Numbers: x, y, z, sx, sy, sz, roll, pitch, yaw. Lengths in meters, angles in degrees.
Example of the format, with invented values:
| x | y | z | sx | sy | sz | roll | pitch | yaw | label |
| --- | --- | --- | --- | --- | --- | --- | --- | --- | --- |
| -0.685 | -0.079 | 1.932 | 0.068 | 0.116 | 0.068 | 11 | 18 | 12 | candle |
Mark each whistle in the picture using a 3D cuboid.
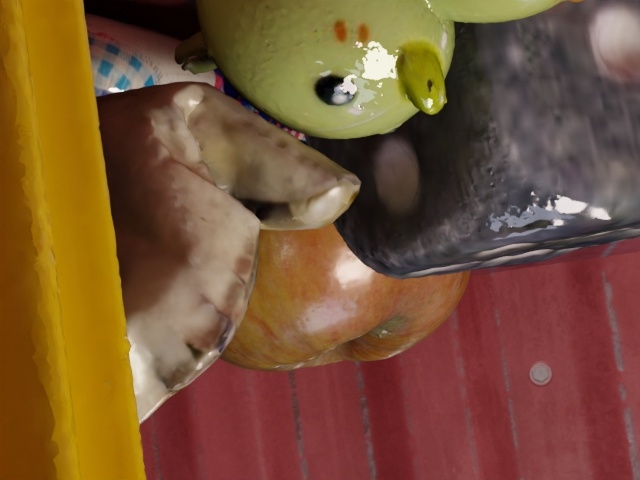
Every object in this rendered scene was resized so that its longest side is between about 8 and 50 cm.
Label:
| x | y | z | sx | sy | sz | roll | pitch | yaw | label |
| --- | --- | --- | --- | --- | --- | --- | --- | --- | --- |
| 0.066 | -0.124 | 0.851 | 0.294 | 0.141 | 0.141 | -12 | 172 | 24 | whistle |

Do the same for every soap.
| x | y | z | sx | sy | sz | roll | pitch | yaw | label |
| --- | --- | --- | --- | --- | --- | --- | --- | --- | --- |
| -0.187 | -0.002 | 0.769 | 0.204 | 0.325 | 0.096 | -11 | 172 | 10 | soap |

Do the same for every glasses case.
| x | y | z | sx | sy | sz | roll | pitch | yaw | label |
| --- | --- | --- | --- | --- | --- | --- | --- | --- | --- |
| -0.087 | -0.081 | 1.150 | 0.125 | 0.076 | 0.327 | 21 | -174 | 28 | glasses case |

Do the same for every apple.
| x | y | z | sx | sy | sz | roll | pitch | yaw | label |
| --- | --- | --- | --- | --- | --- | --- | --- | --- | --- |
| 0.000 | 0.000 | 1.542 | 0.260 | 0.194 | 0.261 | -10 | 172 | -1 | apple |

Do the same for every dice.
| x | y | z | sx | sy | sz | roll | pitch | yaw | label |
| --- | --- | --- | --- | --- | --- | --- | --- | --- | --- |
| 0.104 | -0.081 | 1.047 | 0.182 | 0.183 | 0.181 | -6 | 172 | -30 | dice |

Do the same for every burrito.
| x | y | z | sx | sy | sz | roll | pitch | yaw | label |
| --- | --- | --- | --- | --- | --- | --- | --- | --- | --- |
| -0.139 | 0.010 | 0.942 | 0.190 | 0.135 | 0.332 | -40 | -165 | -30 | burrito |
